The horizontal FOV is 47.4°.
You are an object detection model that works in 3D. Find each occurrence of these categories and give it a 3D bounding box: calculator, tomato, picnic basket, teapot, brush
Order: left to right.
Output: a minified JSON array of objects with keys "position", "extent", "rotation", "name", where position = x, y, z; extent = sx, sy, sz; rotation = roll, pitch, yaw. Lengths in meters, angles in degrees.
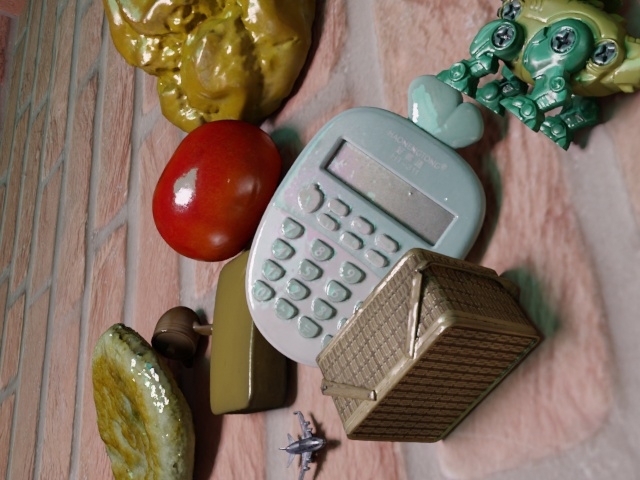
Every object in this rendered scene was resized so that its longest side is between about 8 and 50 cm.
[{"position":[-0.185,0.137,1.060],"extent":[0.110,0.085,0.080],"rotation":[-17,36,21],"name":"teapot"},{"position":[-0.138,-0.068,0.952],"extent":[0.195,0.136,0.195],"rotation":[-53,19,27],"name":"tomato"},{"position":[-0.086,0.114,0.902],"extent":[0.123,0.059,0.197],"rotation":[-26,56,53],"name":"brush"},{"position":[0.045,-0.016,0.679],"extent":[0.184,0.042,0.295],"rotation":[37,98,15],"name":"calculator"},{"position":[0.086,0.092,0.607],"extent":[0.164,0.115,0.079],"rotation":[-54,40,29],"name":"picnic basket"}]

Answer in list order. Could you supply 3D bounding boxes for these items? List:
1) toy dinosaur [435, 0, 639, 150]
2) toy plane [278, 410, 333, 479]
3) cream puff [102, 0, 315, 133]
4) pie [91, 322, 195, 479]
[{"position":[0.199,-0.138,0.556],"extent":[0.153,0.094,0.259],"rotation":[-55,51,21],"name":"toy dinosaur"},{"position":[-0.015,0.221,0.786],"extent":[0.083,0.031,0.078],"rotation":[-29,55,48],"name":"toy plane"},{"position":[-0.174,-0.318,1.018],"extent":[0.324,0.257,0.291],"rotation":[-66,31,15],"name":"cream puff"},{"position":[-0.262,0.268,1.063],"extent":[0.323,0.071,0.322],"rotation":[21,115,54],"name":"pie"}]
